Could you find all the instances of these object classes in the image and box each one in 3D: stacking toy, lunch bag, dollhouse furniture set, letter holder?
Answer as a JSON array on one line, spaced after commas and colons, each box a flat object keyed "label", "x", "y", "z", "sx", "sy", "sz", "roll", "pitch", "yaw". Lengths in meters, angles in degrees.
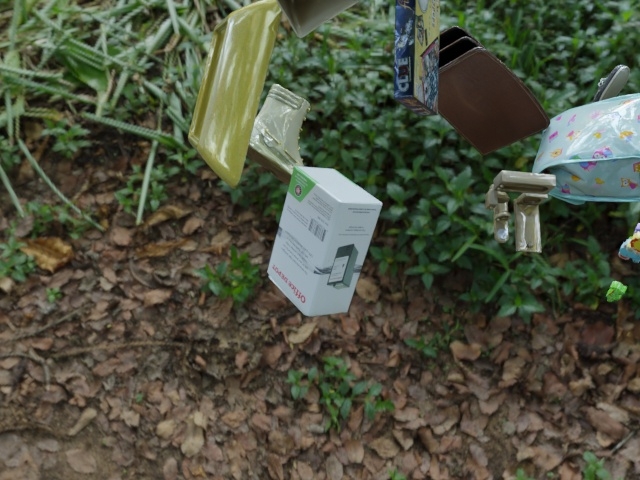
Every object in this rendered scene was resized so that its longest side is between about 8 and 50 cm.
[{"label": "stacking toy", "x": 0.615, "y": 0.002, "z": 1.200, "sx": 0.052, "sy": 0.221, "sz": 0.167, "roll": 28, "pitch": 63, "yaw": 19}, {"label": "lunch bag", "x": 0.629, "y": -0.205, "z": 1.426, "sx": 0.262, "sy": 0.160, "sz": 0.223, "roll": -1, "pitch": 50, "yaw": 39}, {"label": "dollhouse furniture set", "x": 0.427, "y": -0.057, "z": 1.314, "sx": 0.144, "sy": 0.151, "sz": 0.123, "roll": 4, "pitch": 72, "yaw": -5}, {"label": "letter holder", "x": 0.410, "y": -0.384, "z": 1.529, "sx": 0.215, "sy": 0.302, "sz": 0.151, "roll": -21, "pitch": 44, "yaw": 45}]

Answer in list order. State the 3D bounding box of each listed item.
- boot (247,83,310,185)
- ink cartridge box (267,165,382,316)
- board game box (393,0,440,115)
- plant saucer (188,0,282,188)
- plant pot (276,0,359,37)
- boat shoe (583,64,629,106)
[{"label": "boot", "x": -0.068, "y": -0.260, "z": 1.618, "sx": 0.095, "sy": 0.262, "sz": 0.203, "roll": 1, "pitch": 60, "yaw": 60}, {"label": "ink cartridge box", "x": 0.000, "y": 0.000, "z": 1.436, "sx": 0.122, "sy": 0.289, "sz": 0.211, "roll": -1, "pitch": 28, "yaw": -35}, {"label": "board game box", "x": 0.191, "y": -0.381, "z": 1.215, "sx": 0.042, "sy": 0.165, "sz": 0.243, "roll": 1, "pitch": 89, "yaw": 26}, {"label": "plant saucer", "x": -0.177, "y": -0.285, "z": 1.166, "sx": 0.081, "sy": 0.332, "sz": 0.333, "roll": 13, "pitch": 9, "yaw": -19}, {"label": "plant pot", "x": -0.023, "y": -0.390, "z": 0.916, "sx": 0.109, "sy": 0.109, "sz": 0.096, "roll": -30, "pitch": 51, "yaw": 9}, {"label": "boat shoe", "x": 0.796, "y": -0.423, "z": 1.741, "sx": 0.075, "sy": 0.206, "sz": 0.065, "roll": -24, "pitch": 63, "yaw": -12}]
